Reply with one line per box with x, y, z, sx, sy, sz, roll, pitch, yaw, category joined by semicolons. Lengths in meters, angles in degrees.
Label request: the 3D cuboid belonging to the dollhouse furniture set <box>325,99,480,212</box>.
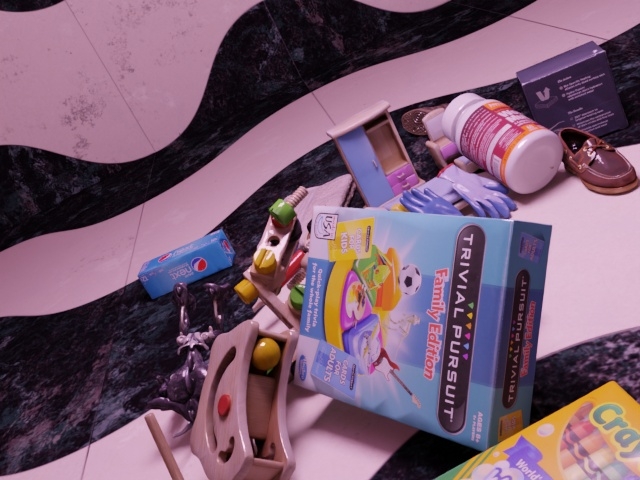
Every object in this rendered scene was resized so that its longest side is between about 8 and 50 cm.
0.191;-0.155;1.492;0.286;0.198;0.303;-30;23;-5;dollhouse furniture set

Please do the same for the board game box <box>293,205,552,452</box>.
0.110;0.091;0.970;0.079;0.253;0.336;6;1;-40;board game box

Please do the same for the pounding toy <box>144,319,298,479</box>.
-0.125;0.234;1.003;0.154;0.155;0.269;-4;70;55;pounding toy

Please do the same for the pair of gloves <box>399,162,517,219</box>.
0.237;-0.064;1.353;0.198;0.023;0.159;-33;54;-32;pair of gloves

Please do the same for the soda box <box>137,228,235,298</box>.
-0.304;0.054;1.765;0.210;0.071;0.067;-23;22;12;soda box

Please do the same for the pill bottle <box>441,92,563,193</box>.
0.324;-0.184;1.415;0.121;0.121;0.221;-32;42;-10;pill bottle

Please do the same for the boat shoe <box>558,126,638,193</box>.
0.461;-0.140;1.318;0.073;0.073;0.207;-24;24;-4;boat shoe

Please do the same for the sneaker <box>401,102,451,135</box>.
0.290;-0.298;1.887;0.188;0.066;0.071;-1;17;39;sneaker

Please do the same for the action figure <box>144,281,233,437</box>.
-0.185;0.201;1.243;0.164;0.141;0.275;-14;51;13;action figure

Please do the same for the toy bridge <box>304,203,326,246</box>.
0.000;0.000;1.537;0.063;0.026;0.188;-28;38;11;toy bridge

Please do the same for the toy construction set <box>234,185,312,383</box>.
-0.056;0.103;1.239;0.237;0.257;0.309;-48;7;-15;toy construction set

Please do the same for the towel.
-0.026;-0.054;1.716;0.187;0.049;0.282;-19;24;21;towel

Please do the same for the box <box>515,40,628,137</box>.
0.472;-0.267;1.467;0.156;0.158;0.093;-21;23;15;box

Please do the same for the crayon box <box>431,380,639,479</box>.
0.237;0.255;0.706;0.323;0.083;0.203;-28;22;-2;crayon box
